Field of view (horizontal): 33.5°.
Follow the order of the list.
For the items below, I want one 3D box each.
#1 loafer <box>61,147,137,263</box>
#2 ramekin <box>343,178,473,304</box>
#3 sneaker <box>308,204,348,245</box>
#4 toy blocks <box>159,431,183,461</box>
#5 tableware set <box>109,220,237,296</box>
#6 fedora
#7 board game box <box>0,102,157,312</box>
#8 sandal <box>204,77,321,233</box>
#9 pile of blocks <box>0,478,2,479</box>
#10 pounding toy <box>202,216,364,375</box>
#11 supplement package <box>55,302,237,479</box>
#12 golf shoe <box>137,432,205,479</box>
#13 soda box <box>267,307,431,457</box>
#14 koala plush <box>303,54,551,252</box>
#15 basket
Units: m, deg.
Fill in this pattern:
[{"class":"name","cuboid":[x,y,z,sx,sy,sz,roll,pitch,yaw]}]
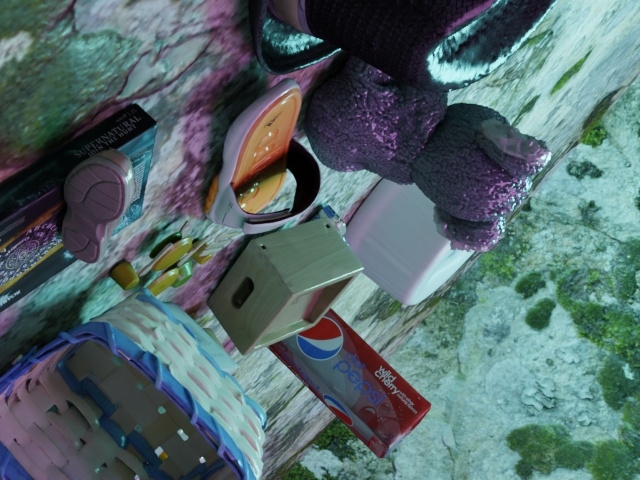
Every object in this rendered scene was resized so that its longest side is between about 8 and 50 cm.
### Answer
[{"class":"loafer","cuboid":[-0.150,-0.030,0.730,0.039,0.045,0.125,-58,-178,-36]},{"class":"ramekin","cuboid":[0.167,-0.032,1.594,0.277,0.135,0.277,-44,167,-13]},{"class":"sneaker","cuboid":[0.000,0.000,1.382,0.058,0.052,0.135,-34,157,-9]},{"class":"toy blocks","cuboid":[-0.216,0.210,1.265,0.123,0.054,0.148,-12,118,-32]},{"class":"tableware set","cuboid":[-0.148,0.021,1.027,0.104,0.024,0.154,-43,170,19]},{"class":"fedora","cuboid":[0.104,-0.220,0.822,0.334,0.152,0.334,-43,167,-13]},{"class":"board game box","cuboid":[-0.200,-0.010,0.766,0.186,0.026,0.126,-38,165,-32]},{"class":"sandal","cuboid":[-0.045,-0.053,0.971,0.102,0.076,0.265,-40,171,-16]},{"class":"pile of blocks","cuboid":[-0.317,0.344,1.139,0.362,0.113,0.149,111,5,-48]},{"class":"pounding toy","cuboid":[-0.084,0.074,1.245,0.206,0.094,0.181,-19,155,-45]},{"class":"supplement package","cuboid":[-0.194,0.164,1.117,0.179,0.105,0.105,-48,167,8]},{"class":"golf shoe","cuboid":[-0.215,0.285,1.444,0.115,0.140,0.306,-10,161,26]},{"class":"soda box","cuboid":[0.028,0.180,1.500,0.092,0.263,0.083,-41,167,-21]},{"class":"koala plush","cuboid":[0.118,-0.099,1.062,0.203,0.221,0.196,-36,164,-36]},{"class":"basket","cuboid":[-0.174,0.193,0.898,0.201,0.254,0.289,-38,-173,20]}]
